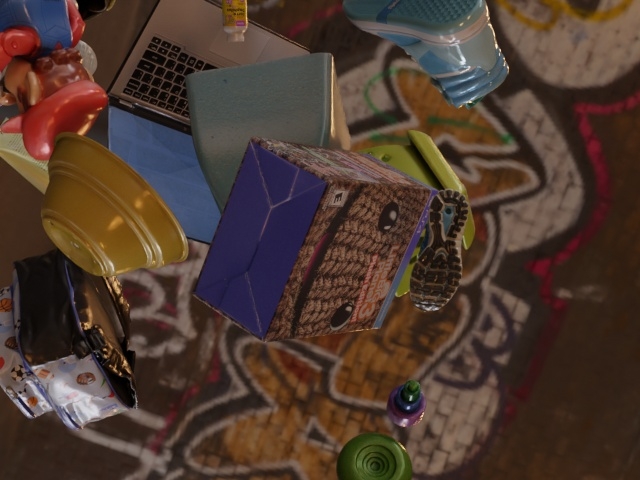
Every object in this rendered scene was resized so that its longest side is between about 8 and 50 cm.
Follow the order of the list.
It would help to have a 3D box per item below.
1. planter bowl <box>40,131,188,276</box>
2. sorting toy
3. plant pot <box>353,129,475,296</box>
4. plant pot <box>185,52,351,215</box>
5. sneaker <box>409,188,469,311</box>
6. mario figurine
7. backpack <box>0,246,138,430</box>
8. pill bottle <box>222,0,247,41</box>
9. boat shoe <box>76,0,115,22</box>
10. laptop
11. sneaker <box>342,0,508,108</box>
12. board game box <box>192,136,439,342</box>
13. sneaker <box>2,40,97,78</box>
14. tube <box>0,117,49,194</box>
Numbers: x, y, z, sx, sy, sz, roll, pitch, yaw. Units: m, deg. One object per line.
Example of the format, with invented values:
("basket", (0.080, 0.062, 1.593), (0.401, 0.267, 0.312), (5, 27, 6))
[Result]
("planter bowl", (-0.272, -0.021, 1.205), (0.090, 0.217, 0.217), (-49, 173, -24))
("sorting toy", (0.081, 0.366, 1.587), (0.365, 0.127, 0.126), (-57, 165, -31))
("plant pot", (0.171, -0.064, 1.941), (0.228, 0.207, 0.227), (61, -1, 33))
("plant pot", (-0.077, -0.120, 1.641), (0.247, 0.248, 0.252), (74, 10, -56))
("sneaker", (0.160, 0.015, 1.300), (0.073, 0.063, 0.162), (13, 92, -84))
("mario figurine", (-0.386, -0.258, 1.255), (0.170, 0.198, 0.320), (7, -72, 62))
("backpack", (-0.401, 0.172, 1.575), (0.276, 0.213, 0.263), (-108, 174, -47))
("pill bottle", (-0.151, -0.393, 1.743), (0.043, 0.043, 0.083), (-77, 166, -76))
("boat shoe", (-0.366, -0.381, 1.521), (0.305, 0.091, 0.109), (-50, 177, -42))
("laptop", (-0.209, -0.229, 1.990), (0.408, 0.382, 0.236), (-56, -135, 17))
("sneaker", (0.171, -0.311, 1.598), (0.127, 0.208, 0.319), (-43, -142, -9))
("board game box", (0.000, 0.000, 1.370), (0.291, 0.141, 0.232), (0, 116, -56))
("sneaker", (-0.541, -0.284, 1.737), (0.161, 0.282, 0.102), (-14, -88, 66))
("tube", (-0.412, -0.092, 1.552), (0.062, 0.240, 0.070), (-53, -156, -15))
